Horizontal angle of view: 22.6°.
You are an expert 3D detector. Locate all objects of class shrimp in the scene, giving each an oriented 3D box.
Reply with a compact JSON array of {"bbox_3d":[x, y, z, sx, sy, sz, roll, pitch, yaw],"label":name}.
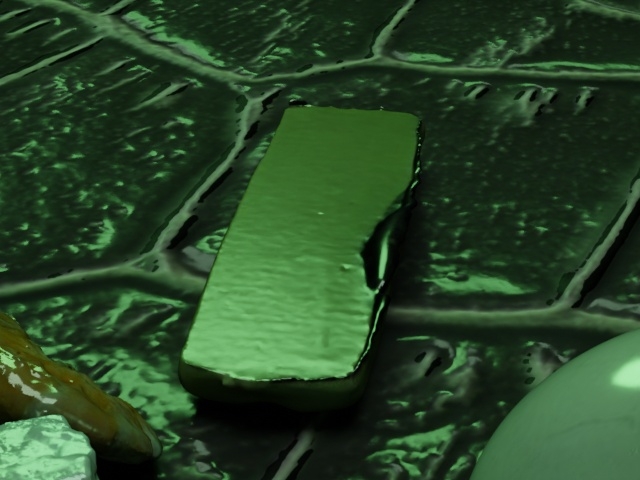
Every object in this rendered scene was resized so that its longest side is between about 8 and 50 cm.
[{"bbox_3d":[-0.135,0.060,0.719,0.101,0.042,0.190,30,-3,-35],"label":"shrimp"}]

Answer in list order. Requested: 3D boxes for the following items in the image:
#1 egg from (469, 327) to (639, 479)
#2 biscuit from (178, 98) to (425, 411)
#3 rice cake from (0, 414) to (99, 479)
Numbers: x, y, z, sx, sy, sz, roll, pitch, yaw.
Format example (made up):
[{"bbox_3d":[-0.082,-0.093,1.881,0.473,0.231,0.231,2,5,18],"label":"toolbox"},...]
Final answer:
[{"bbox_3d":[0.168,0.119,0.476,0.264,0.183,0.183,18,31,17],"label":"egg"},{"bbox_3d":[0.000,0.000,0.853,0.099,0.038,0.322,2,28,8],"label":"biscuit"},{"bbox_3d":[-0.171,0.115,0.587,0.206,0.069,0.063,-11,30,-21],"label":"rice cake"}]
